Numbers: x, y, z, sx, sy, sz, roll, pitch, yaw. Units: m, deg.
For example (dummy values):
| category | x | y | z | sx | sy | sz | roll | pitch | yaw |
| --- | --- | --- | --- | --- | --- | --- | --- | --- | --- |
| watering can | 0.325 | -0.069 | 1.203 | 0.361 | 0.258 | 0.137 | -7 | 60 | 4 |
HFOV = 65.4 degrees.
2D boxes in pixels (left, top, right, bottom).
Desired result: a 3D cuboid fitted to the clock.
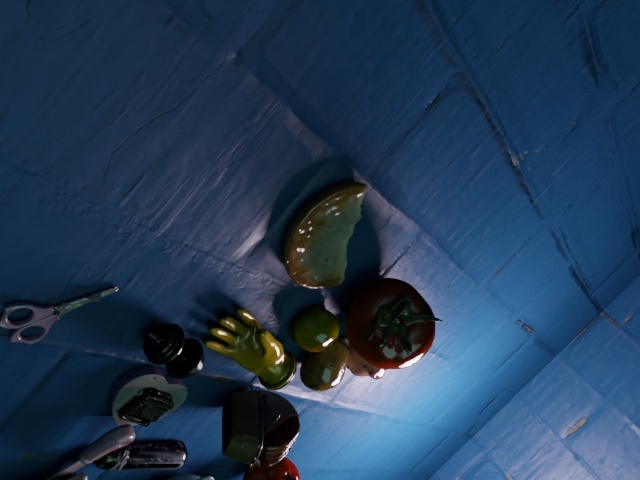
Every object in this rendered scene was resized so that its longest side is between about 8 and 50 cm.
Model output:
| category | x | y | z | sx | sy | sz | roll | pitch | yaw |
| --- | --- | --- | --- | --- | --- | --- | --- | --- | --- |
| clock | -0.426 | 0.397 | 1.213 | 0.172 | 0.064 | 0.198 | -41 | 138 | -1 |

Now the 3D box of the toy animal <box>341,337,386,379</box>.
| category | x | y | z | sx | sy | sz | roll | pitch | yaw |
| --- | --- | --- | --- | --- | --- | --- | --- | --- | --- |
| toy animal | 0.193 | 0.339 | 1.577 | 0.248 | 0.149 | 0.165 | -23 | 123 | -10 |

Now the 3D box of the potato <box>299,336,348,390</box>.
| category | x | y | z | sx | sy | sz | roll | pitch | yaw |
| --- | --- | --- | --- | --- | --- | --- | --- | --- | --- |
| potato | 0.015 | 0.368 | 1.479 | 0.137 | 0.137 | 0.176 | 9 | 116 | -42 |

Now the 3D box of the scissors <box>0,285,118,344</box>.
| category | x | y | z | sx | sy | sz | roll | pitch | yaw |
| --- | --- | --- | --- | --- | --- | --- | --- | --- | --- |
| scissors | -0.496 | 0.134 | 0.961 | 0.212 | 0.021 | 0.110 | -20 | 137 | -21 |

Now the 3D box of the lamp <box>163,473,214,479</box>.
| category | x | y | z | sx | sy | sz | roll | pitch | yaw |
| --- | --- | --- | --- | --- | --- | --- | --- | --- | --- |
| lamp | -0.446 | 0.800 | 1.484 | 0.284 | 0.147 | 0.209 | -28 | 136 | -27 |

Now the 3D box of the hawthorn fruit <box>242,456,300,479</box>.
| category | x | y | z | sx | sy | sz | roll | pitch | yaw |
| --- | --- | --- | --- | --- | --- | --- | --- | --- | --- |
| hawthorn fruit | -0.151 | 0.809 | 1.666 | 0.225 | 0.197 | 0.196 | -31 | 149 | 35 |

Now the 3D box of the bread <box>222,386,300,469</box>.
| category | x | y | z | sx | sy | sz | roll | pitch | yaw |
| --- | --- | --- | --- | --- | --- | --- | --- | --- | --- |
| bread | -0.166 | 0.514 | 1.391 | 0.211 | 0.224 | 0.142 | 13 | 119 | -17 |

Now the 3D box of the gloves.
| category | x | y | z | sx | sy | sz | roll | pitch | yaw |
| --- | --- | --- | --- | --- | --- | --- | --- | --- | --- |
| gloves | -0.182 | 0.272 | 1.271 | 0.133 | 0.116 | 0.294 | -44 | 133 | -7 |

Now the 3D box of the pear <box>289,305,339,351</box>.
| category | x | y | z | sx | sy | sz | roll | pitch | yaw |
| --- | --- | --- | --- | --- | --- | --- | --- | --- | --- |
| pear | -0.010 | 0.255 | 1.379 | 0.141 | 0.104 | 0.141 | -17 | 133 | -20 |

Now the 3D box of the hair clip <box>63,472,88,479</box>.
| category | x | y | z | sx | sy | sz | roll | pitch | yaw |
| --- | --- | --- | --- | --- | --- | --- | --- | --- | --- |
| hair clip | -0.661 | 0.667 | 1.243 | 0.172 | 0.113 | 0.282 | -18 | 131 | -31 |

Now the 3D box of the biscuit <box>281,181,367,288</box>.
| category | x | y | z | sx | sy | sz | roll | pitch | yaw |
| --- | --- | --- | --- | --- | --- | --- | --- | --- | --- |
| biscuit | 0.000 | 0.000 | 1.206 | 0.204 | 0.040 | 0.309 | -12 | 131 | -30 |

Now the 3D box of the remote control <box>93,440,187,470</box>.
| category | x | y | z | sx | sy | sz | roll | pitch | yaw |
| --- | --- | --- | --- | --- | --- | --- | --- | --- | --- |
| remote control | -0.475 | 0.586 | 1.337 | 0.266 | 0.066 | 0.090 | 21 | 107 | -46 |

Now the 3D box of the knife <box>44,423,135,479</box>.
| category | x | y | z | sx | sy | sz | roll | pitch | yaw |
| --- | --- | --- | --- | --- | --- | --- | --- | --- | --- |
| knife | -0.586 | 0.537 | 1.214 | 0.336 | 0.043 | 0.081 | -32 | 157 | 12 |

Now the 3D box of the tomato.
| category | x | y | z | sx | sy | sz | roll | pitch | yaw |
| --- | --- | --- | --- | --- | --- | --- | --- | --- | --- |
| tomato | 0.193 | 0.234 | 1.400 | 0.255 | 0.256 | 0.224 | -32 | 170 | -10 |

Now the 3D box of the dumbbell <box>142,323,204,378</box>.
| category | x | y | z | sx | sy | sz | roll | pitch | yaw |
| --- | --- | --- | --- | --- | --- | --- | --- | --- | --- |
| dumbbell | -0.330 | 0.252 | 1.131 | 0.099 | 0.099 | 0.208 | -37 | 139 | -5 |
